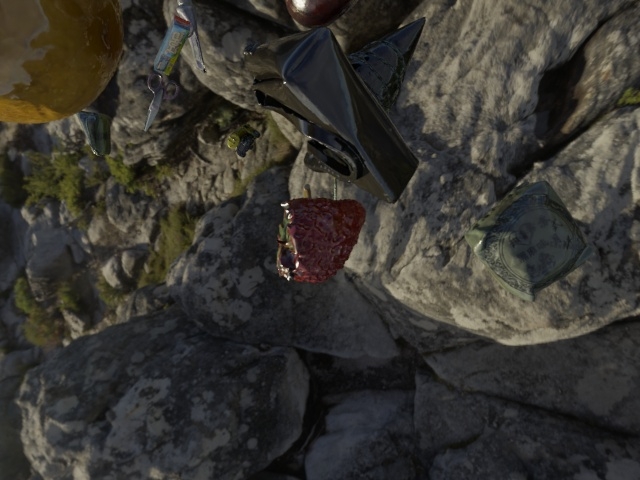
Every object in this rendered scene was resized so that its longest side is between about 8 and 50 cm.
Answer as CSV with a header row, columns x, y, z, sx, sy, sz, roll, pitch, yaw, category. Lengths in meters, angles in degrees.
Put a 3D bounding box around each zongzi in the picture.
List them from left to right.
x,y,z,sx,sy,sz,roll,pitch,yaw,category
-0.576,-0.269,1.009,0.113,0.052,0.103,15,105,20,zongzi
0.167,-0.510,1.245,0.319,0.383,0.362,40,139,-11,zongzi

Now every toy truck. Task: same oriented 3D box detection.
x,y,z,sx,sy,sz,roll,pitch,yaw,category
-0.184,-0.245,0.975,0.054,0.083,0.049,35,126,-9,toy truck

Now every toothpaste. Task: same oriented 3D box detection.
x,y,z,sx,sy,sz,roll,pitch,yaw,category
-0.450,-0.594,1.247,0.193,0.070,0.044,-32,57,46,toothpaste
-0.466,-0.760,1.463,0.069,0.099,0.282,-6,126,2,toothpaste

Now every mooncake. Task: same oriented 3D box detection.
x,y,z,sx,sy,sz,roll,pitch,yaw,category
0.526,0.007,1.013,0.254,0.136,0.250,-40,98,1,mooncake

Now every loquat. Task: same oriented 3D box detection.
x,y,z,sx,sy,sz,roll,pitch,yaw,category
-0.299,-0.220,0.378,0.208,0.208,0.207,7,107,23,loquat

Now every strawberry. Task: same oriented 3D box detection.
x,y,z,sx,sy,sz,roll,pitch,yaw,category
0.001,-0.004,1.083,0.258,0.261,0.261,7,111,-15,strawberry

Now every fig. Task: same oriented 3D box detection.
x,y,z,sx,sy,sz,roll,pitch,yaw,category
0.004,-0.651,1.003,0.235,0.235,0.214,-34,128,28,fig

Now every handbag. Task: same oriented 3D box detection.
x,y,z,sx,sy,sz,roll,pitch,yaw,category
0.003,-0.192,0.651,0.113,0.285,0.257,-50,37,-2,handbag

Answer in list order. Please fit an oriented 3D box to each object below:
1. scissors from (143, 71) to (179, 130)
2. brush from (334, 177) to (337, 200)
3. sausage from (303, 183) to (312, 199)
x,y,z,sx,sy,sz,roll,pitch,yaw,category
-0.487,-0.402,1.194,0.085,0.022,0.176,22,115,-28,scissors
0.049,-0.201,1.366,0.011,0.205,0.083,-1,122,1,brush
-0.038,-0.131,1.233,0.024,0.132,0.024,-1,68,1,sausage
